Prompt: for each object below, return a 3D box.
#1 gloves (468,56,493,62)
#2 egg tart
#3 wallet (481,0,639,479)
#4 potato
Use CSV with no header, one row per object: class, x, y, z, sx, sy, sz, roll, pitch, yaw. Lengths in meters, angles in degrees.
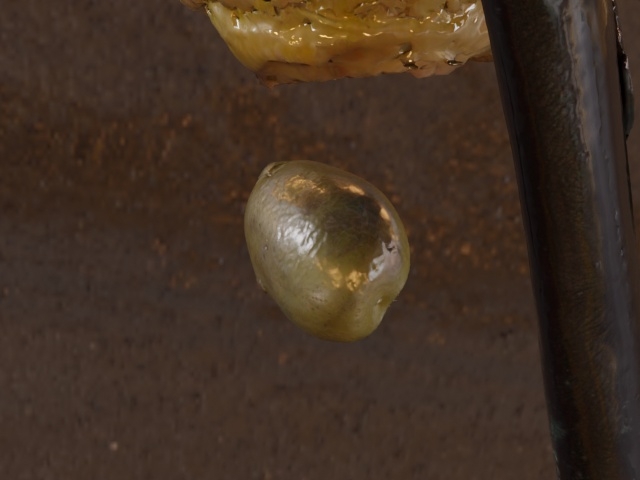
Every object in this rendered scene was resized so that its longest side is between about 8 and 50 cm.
gloves,0.120,-0.277,1.770,0.356,0.155,0.203,23,13,28
egg tart,0.042,-0.189,1.229,0.352,0.150,0.352,-4,5,0
wallet,0.091,-0.039,0.613,0.045,0.318,0.172,-5,32,11
potato,0.000,0.000,1.855,0.159,0.174,0.251,23,16,-48
